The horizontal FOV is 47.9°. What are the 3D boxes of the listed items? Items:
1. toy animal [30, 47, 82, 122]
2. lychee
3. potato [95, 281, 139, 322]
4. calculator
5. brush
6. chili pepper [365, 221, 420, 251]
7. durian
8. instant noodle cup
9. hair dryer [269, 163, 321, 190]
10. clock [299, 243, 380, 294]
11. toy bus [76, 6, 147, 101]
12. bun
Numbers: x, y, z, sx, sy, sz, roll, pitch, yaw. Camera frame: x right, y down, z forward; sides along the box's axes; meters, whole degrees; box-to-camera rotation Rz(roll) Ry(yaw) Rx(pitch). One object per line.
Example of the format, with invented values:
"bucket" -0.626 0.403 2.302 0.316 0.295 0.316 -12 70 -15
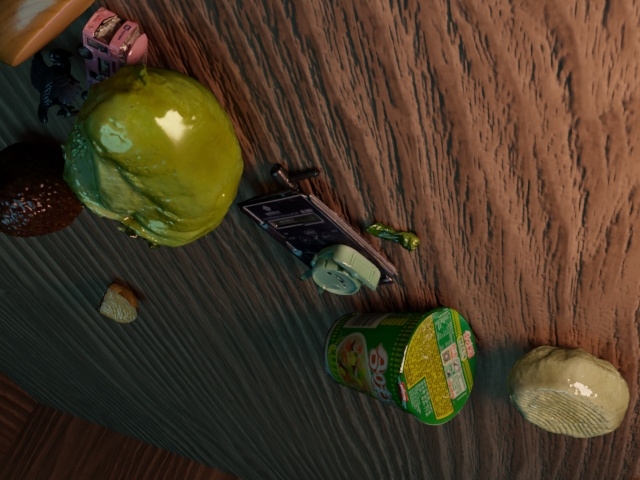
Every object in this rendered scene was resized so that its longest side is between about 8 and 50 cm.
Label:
"toy animal" -0.397 -0.232 1.079 0.220 0.062 0.108 40 136 43
"lychee" -0.554 -0.094 1.379 0.194 0.194 0.194 19 149 12
"potato" -0.501 0.159 1.827 0.103 0.066 0.096 35 124 -6
"calculator" 0.000 0.001 1.220 0.165 0.028 0.274 -7 142 44
"brush" -0.353 -0.342 0.868 0.266 0.174 0.166 -20 117 41
"chili pepper" 0.117 -0.008 1.145 0.091 0.034 0.030 21 116 11
"durian" -0.234 -0.117 1.049 0.255 0.205 0.340 -4 156 -28
"instant noodle cup" 0.130 0.213 1.322 0.232 0.207 0.207 3 143 48
"hair dryer" -0.036 -0.100 1.120 0.083 0.026 0.047 -7 137 39
"clock" 0.028 0.056 1.225 0.101 0.041 0.135 36 147 -26
"toy bus" -0.303 -0.247 1.064 0.090 0.063 0.203 26 151 0
"bun" 0.412 0.245 1.212 0.195 0.118 0.195 14 148 9
